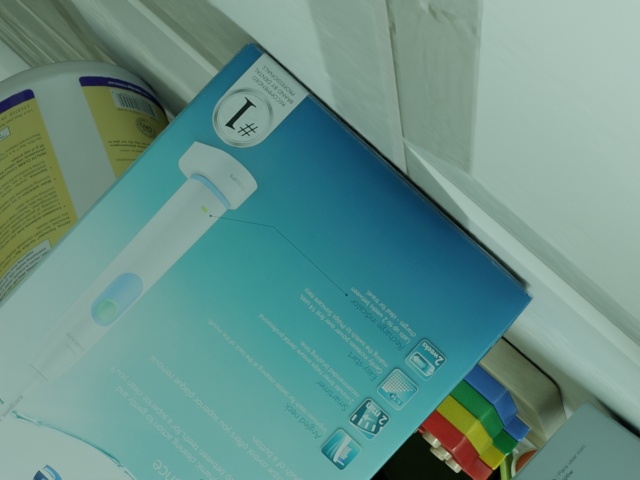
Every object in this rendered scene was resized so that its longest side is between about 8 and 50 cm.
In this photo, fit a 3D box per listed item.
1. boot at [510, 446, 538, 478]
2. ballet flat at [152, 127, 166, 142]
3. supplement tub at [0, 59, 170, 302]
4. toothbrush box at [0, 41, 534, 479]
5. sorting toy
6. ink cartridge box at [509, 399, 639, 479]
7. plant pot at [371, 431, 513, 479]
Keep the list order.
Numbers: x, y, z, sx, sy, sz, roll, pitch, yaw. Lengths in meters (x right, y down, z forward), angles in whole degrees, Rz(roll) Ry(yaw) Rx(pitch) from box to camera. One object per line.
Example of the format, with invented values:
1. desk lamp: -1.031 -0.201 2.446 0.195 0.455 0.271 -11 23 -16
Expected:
1. boot: 0.233 0.225 1.303 0.158 0.059 0.084 33 170 16
2. ballet flat: -0.063 -0.027 1.440 0.086 0.086 0.248 38 175 46
3. supplement tub: -0.225 0.013 1.514 0.331 0.241 0.241 66 -172 31
4. toothbrush box: -0.058 0.074 0.870 0.216 0.295 0.126 42 175 7
5. sorting toy: 0.070 0.090 1.210 0.257 0.089 0.255 41 175 20
6. ink cartridge box: 0.232 0.209 0.941 0.208 0.087 0.153 37 173 47
7. plant pot: 0.079 0.223 1.504 0.275 0.275 0.293 42 -170 16
